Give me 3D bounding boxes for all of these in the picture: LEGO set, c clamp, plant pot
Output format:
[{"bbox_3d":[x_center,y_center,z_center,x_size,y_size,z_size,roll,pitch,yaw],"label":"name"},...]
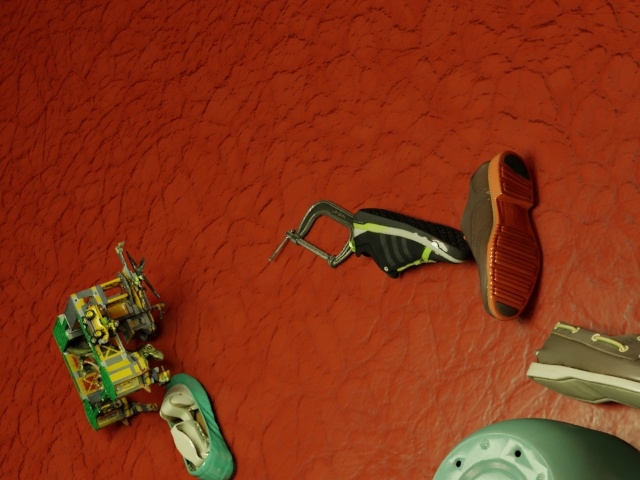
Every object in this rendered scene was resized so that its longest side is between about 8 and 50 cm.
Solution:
[{"bbox_3d":[-0.327,0.177,2.198,0.255,0.192,0.331,60,154,19],"label":"LEGO set"},{"bbox_3d":[0.000,0.000,2.148,0.160,0.022,0.137,23,80,44],"label":"c clamp"},{"bbox_3d":[0.272,0.359,1.622,0.293,0.235,0.293,-17,60,33],"label":"plant pot"}]

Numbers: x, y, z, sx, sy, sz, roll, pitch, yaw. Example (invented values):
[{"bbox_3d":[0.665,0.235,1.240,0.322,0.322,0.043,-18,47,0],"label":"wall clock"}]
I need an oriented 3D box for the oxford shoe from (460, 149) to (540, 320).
[{"bbox_3d":[0.264,0.002,1.900,0.098,0.097,0.271,-28,47,48],"label":"oxford shoe"}]

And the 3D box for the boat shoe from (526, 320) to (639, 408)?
[{"bbox_3d":[0.406,0.166,1.654,0.324,0.116,0.097,3,65,59],"label":"boat shoe"}]

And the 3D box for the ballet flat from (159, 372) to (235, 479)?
[{"bbox_3d":[-0.222,0.307,2.139,0.083,0.087,0.247,-46,49,13],"label":"ballet flat"}]

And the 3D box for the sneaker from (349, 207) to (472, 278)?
[{"bbox_3d":[0.142,0.017,2.003,0.234,0.084,0.097,20,108,43],"label":"sneaker"}]
